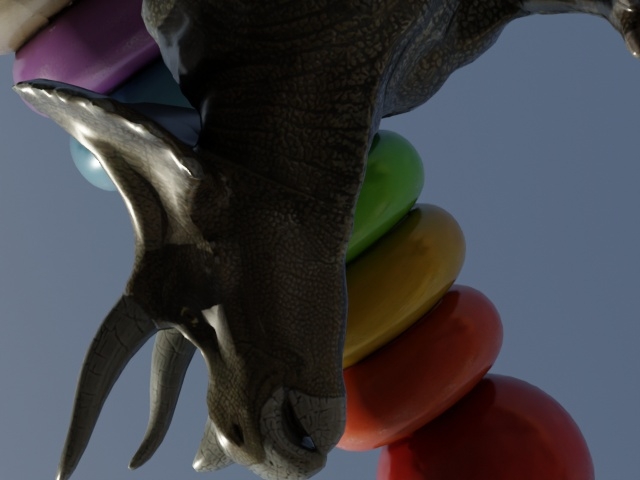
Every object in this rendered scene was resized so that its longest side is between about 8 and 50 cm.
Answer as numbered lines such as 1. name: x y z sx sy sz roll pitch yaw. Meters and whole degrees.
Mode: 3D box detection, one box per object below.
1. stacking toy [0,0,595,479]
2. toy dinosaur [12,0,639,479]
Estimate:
1. stacking toy: 0.000 0.000 0.759 0.141 0.141 0.330 -34 -84 11
2. toy dinosaur: 0.009 -0.098 0.497 0.160 0.121 0.314 -15 -135 27
